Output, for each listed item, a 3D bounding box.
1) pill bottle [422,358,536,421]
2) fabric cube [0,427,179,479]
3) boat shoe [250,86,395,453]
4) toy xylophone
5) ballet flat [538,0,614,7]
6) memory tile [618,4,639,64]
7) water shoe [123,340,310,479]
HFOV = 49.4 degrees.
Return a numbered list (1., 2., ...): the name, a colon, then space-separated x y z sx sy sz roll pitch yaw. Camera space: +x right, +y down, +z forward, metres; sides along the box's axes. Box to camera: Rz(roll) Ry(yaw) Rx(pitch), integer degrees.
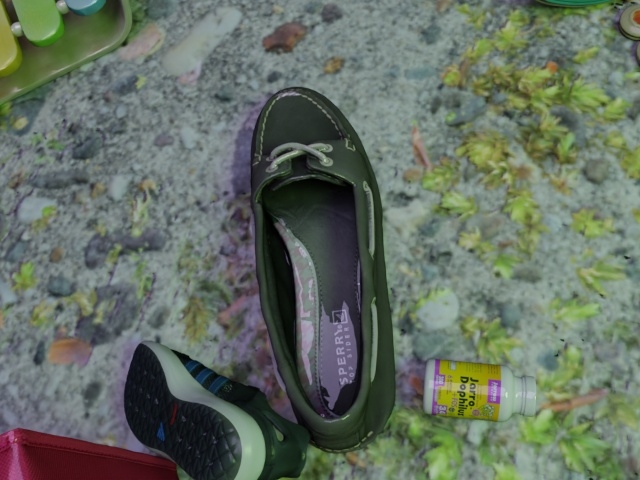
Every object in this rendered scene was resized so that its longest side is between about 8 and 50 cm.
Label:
1. pill bottle: 0.122 0.117 0.539 0.083 0.043 0.044 3 70 10
2. fabric cube: -0.198 0.296 0.410 0.258 0.254 0.258 -26 68 -1
3. boat shoe: 0.000 0.000 0.574 0.112 0.095 0.336 -11 68 5
4. toy xylophone: -0.353 -0.239 0.729 0.322 0.081 0.236 -34 68 -5
5. ballet flat: 0.304 -0.279 0.650 0.248 0.086 0.086 -9 68 4
6. memory tile: 0.347 -0.167 0.627 0.113 0.012 0.148 -17 67 2
7. water shoe: -0.087 0.136 0.538 0.203 0.080 0.073 22 95 52
